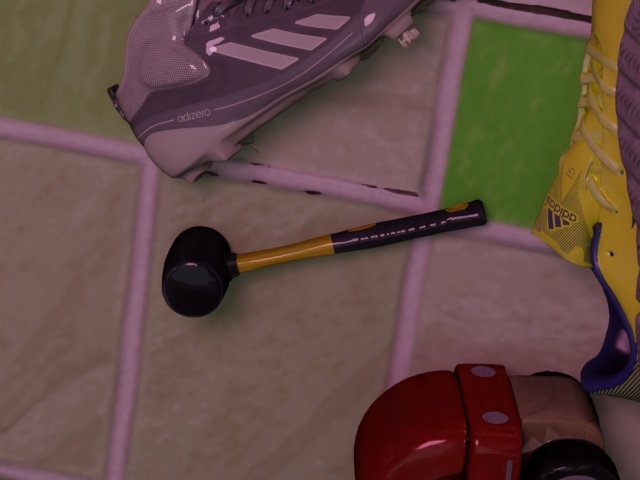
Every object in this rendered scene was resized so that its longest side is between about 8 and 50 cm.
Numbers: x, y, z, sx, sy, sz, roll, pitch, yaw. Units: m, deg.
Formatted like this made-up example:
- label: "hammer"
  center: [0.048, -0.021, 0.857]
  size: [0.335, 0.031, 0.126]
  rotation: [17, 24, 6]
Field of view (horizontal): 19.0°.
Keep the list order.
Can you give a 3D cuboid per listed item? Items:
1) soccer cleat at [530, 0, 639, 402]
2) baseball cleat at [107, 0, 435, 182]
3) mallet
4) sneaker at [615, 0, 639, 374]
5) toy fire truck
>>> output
- label: "soccer cleat"
  center: [0.168, -0.039, 1.028]
  size: [0.121, 0.093, 0.289]
  rotation: [-8, 111, 10]
- label: "baseball cleat"
  center: [-0.030, -0.118, 1.042]
  size: [0.206, 0.072, 0.109]
  rotation: [-35, 96, 16]
- label: "mallet"
  center: [0.000, 0.000, 1.107]
  size: [0.190, 0.062, 0.039]
  rotation: [-14, 110, -2]
- label: "sneaker"
  center: [0.249, -0.028, 0.936]
  size: [0.180, 0.124, 0.321]
  rotation: [-14, 127, -9]
- label: "toy fire truck"
  center: [0.036, 0.175, 1.122]
  size: [0.246, 0.158, 0.217]
  rotation: [3, 113, -3]
